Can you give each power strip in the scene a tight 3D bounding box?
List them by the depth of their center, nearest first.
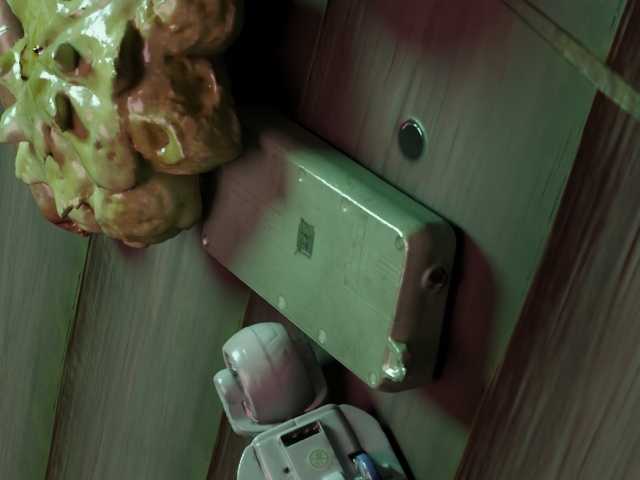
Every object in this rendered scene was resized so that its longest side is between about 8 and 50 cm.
[{"bbox_3d":[0.000,0.000,1.089,0.270,0.046,0.118,37,124,48],"label":"power strip"}]

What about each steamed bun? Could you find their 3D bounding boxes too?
[{"bbox_3d":[-0.159,-0.136,1.172,0.295,0.137,0.292,61,139,49],"label":"steamed bun"}]

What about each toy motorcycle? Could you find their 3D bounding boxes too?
[{"bbox_3d":[0.001,0.175,1.103,0.254,0.112,0.112,62,143,23],"label":"toy motorcycle"}]

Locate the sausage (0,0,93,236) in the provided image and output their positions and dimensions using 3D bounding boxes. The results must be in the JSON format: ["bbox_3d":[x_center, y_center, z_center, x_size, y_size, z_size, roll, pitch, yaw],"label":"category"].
[{"bbox_3d":[-0.259,-0.208,1.392,0.088,0.088,0.433,-32,72,55],"label":"sausage"}]
